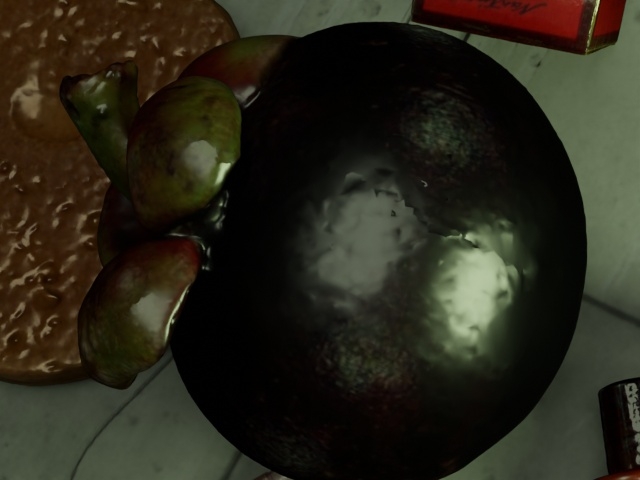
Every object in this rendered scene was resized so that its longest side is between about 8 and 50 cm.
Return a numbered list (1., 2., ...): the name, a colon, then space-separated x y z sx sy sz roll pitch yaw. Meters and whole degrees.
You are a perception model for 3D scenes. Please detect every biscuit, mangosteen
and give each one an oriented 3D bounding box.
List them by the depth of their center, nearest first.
1. mangosteen: 0.000 0.000 1.311 0.382 0.435 0.382 -31 50 46
2. biscuit: -0.249 -0.089 1.558 0.350 0.078 0.455 5 76 8

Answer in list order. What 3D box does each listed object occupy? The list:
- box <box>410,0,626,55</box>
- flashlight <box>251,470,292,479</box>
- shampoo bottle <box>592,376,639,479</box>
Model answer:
1. box: 0.178 -0.210 1.431 0.153 0.240 0.074 17 103 13
2. flashlight: -0.030 0.206 1.457 0.110 0.052 0.031 -30 35 6
3. shampoo bottle: 0.275 0.250 1.350 0.104 0.104 0.278 -8 73 8
